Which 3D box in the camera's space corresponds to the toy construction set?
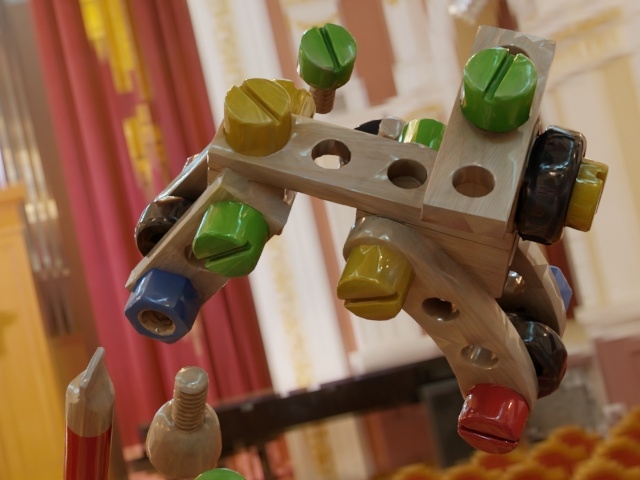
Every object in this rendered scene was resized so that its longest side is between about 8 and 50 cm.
[{"bbox_3d":[0.000,0.000,0.870,0.309,0.257,0.237,-40,-20,-28],"label":"toy construction set"}]
